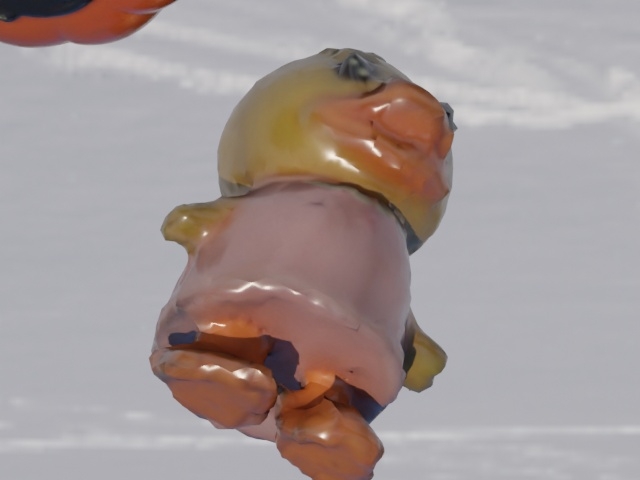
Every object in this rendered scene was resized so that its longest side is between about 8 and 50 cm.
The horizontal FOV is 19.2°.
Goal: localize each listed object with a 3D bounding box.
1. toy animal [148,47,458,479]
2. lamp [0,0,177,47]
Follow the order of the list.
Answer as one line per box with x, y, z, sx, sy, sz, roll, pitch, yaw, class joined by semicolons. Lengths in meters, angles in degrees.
-0.002;-0.001;1.110;0.195;0.281;0.169;32;152;-23;toy animal
-0.137;-0.194;0.949;0.188;0.164;0.187;0;146;0;lamp
